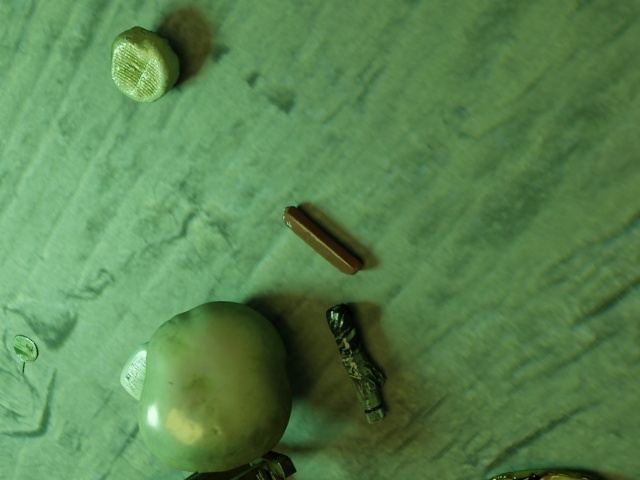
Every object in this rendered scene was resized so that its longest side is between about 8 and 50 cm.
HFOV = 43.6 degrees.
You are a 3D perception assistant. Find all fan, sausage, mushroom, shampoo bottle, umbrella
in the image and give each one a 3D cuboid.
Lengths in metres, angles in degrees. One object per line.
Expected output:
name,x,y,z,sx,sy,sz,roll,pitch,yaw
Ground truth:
fan,-0.563,0.218,1.533,0.060,0.003,0.080,-6,102,28
sausage,0.000,0.000,1.185,0.147,0.030,0.035,39,116,11
mushroom,-0.162,0.233,1.239,0.260,0.234,0.254,-41,75,-16
shampoo bottle,-0.287,0.204,1.373,0.077,0.045,0.152,41,119,12
umbrella,0.058,0.185,1.202,0.050,0.046,0.188,-18,96,24

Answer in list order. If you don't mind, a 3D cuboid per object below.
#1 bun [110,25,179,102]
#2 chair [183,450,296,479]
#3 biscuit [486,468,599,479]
bun,-0.265,-0.268,1.213,0.115,0.069,0.115,12,130,15
chair,-0.157,0.462,1.322,0.241,0.416,0.203,-29,92,-15
biscuit,0.318,0.413,1.149,0.260,0.041,0.203,-4,107,28
